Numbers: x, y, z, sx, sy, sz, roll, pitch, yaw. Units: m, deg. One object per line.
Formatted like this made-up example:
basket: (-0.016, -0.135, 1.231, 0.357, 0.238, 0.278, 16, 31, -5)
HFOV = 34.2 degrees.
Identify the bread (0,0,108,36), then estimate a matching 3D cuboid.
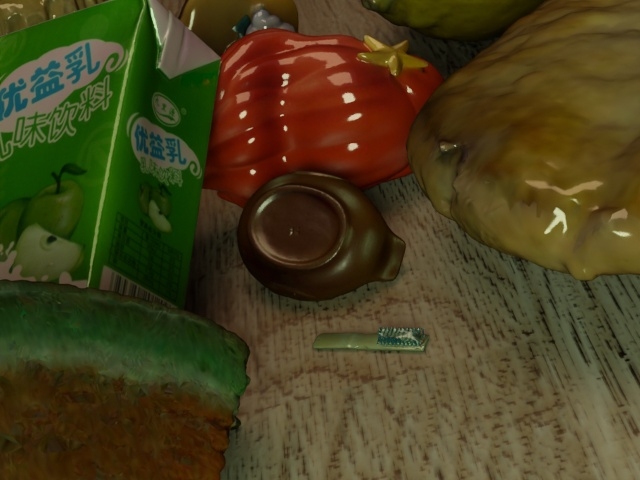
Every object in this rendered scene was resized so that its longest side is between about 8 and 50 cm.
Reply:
bread: (-0.360, -0.262, 1.300, 0.236, 0.183, 0.389, 0, 25, -3)

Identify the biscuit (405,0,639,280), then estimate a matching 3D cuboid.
biscuit: (0.282, -0.098, 0.710, 0.429, 0.104, 0.446, 10, 37, 39)

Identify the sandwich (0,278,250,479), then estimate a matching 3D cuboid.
sandwich: (-0.153, 0.114, 0.535, 0.109, 0.292, 0.212, -42, 33, 40)

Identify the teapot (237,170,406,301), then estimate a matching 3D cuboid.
teapot: (0.000, 0.000, 0.790, 0.129, 0.078, 0.098, 11, 81, 24)

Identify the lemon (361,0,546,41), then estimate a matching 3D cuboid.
lemon: (0.172, -0.344, 1.059, 0.285, 0.285, 0.316, 17, 88, 43)

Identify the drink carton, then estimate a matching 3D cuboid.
drink carton: (-0.179, -0.033, 0.770, 0.161, 0.108, 0.271, -8, 62, 29)

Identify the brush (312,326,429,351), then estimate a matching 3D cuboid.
brush: (0.033, 0.068, 0.717, 0.083, 0.013, 0.016, -3, 36, 26)

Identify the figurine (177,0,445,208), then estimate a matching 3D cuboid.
figurine: (-0.029, -0.117, 0.905, 0.208, 0.181, 0.257, 12, 15, -36)
